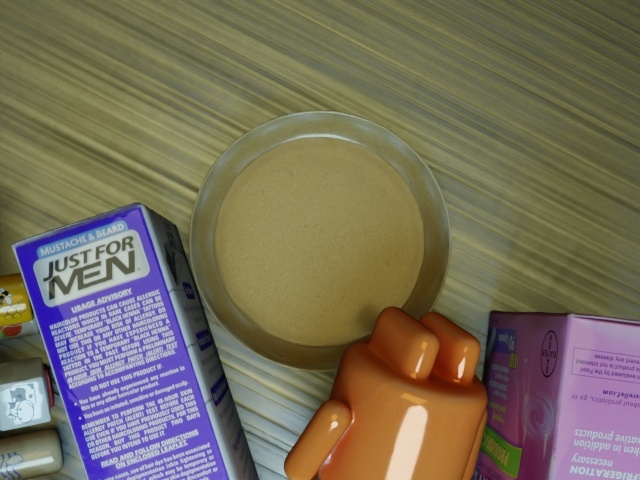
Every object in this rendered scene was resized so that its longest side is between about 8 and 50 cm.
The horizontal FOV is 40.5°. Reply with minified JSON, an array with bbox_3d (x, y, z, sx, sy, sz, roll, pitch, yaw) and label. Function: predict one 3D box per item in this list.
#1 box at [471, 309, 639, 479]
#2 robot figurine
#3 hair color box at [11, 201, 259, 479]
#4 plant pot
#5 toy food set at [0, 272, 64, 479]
[{"bbox_3d":[0.204,0.182,0.698,0.117,0.213,0.242,7,86,-3],"label":"box"},{"bbox_3d":[0.060,0.168,0.723,0.128,0.158,0.219,20,102,21],"label":"robot figurine"},{"bbox_3d":[-0.123,0.151,0.695,0.110,0.185,0.338,-17,87,-3],"label":"hair color box"},{"bbox_3d":[0.000,0.000,0.791,0.236,0.032,0.236,0,87,-3],"label":"plant pot"},{"bbox_3d":[-0.275,0.136,0.710,0.105,0.111,0.232,-10,111,-15],"label":"toy food set"}]
